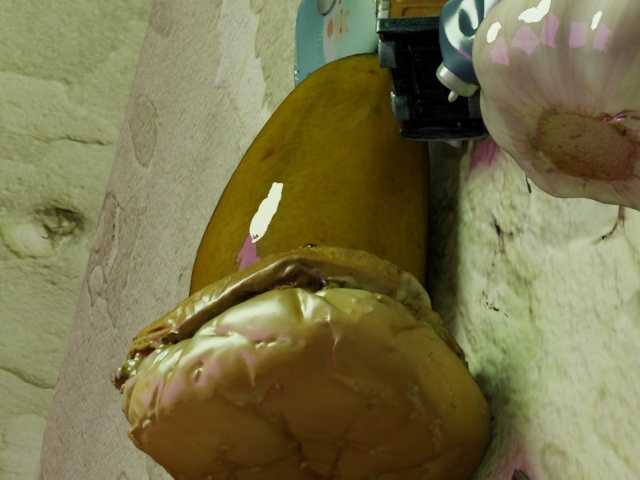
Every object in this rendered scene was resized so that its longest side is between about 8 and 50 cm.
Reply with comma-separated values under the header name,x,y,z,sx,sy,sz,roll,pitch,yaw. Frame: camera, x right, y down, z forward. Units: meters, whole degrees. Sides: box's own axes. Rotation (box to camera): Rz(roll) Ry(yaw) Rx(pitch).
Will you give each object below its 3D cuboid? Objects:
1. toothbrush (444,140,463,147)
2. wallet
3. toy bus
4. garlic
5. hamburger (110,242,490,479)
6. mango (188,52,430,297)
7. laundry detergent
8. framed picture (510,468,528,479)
name,x,y,z,sx,sy,sz,roll,pitch,yaw
toothbrush,0.097,-0.126,1.826,0.276,0.019,0.025,-141,69,-71
wallet,0.038,-0.237,1.995,0.250,0.075,0.176,136,139,-61
toy bus,0.102,-0.170,1.605,0.182,0.091,0.103,71,-160,-60
garlic,0.219,-0.142,1.220,0.226,0.199,0.199,-59,6,-29
hamburger,-0.012,0.148,1.526,0.158,0.319,0.318,-97,24,-46
mango,0.000,0.000,1.732,0.264,0.221,0.378,130,157,-76
laundry detergent,0.153,-0.195,1.385,0.206,0.061,0.096,-56,41,16
framed picture,0.161,0.295,1.360,0.231,0.010,0.173,-123,47,-67
